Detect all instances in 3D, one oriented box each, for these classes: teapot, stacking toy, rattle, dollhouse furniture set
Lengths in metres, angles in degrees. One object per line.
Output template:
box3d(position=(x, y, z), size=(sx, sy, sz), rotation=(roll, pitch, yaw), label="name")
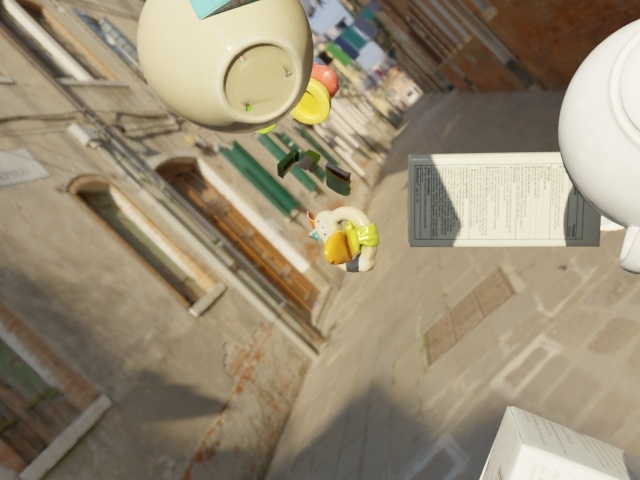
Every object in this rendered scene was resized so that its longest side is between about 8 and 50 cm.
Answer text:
box3d(position=(0.359, -0.126, 0.697), size=(0.252, 0.256, 0.187), rotation=(-26, -18, 9), label="teapot")
box3d(position=(-0.120, -0.414, 1.695), size=(0.279, 0.309, 0.130), rotation=(-14, 34, 42), label="stacking toy")
box3d(position=(0.000, 0.000, 1.304), size=(0.143, 0.200, 0.130), rotation=(-34, -47, -32), label="rattle")
box3d(position=(-0.012, -0.131, 1.441), size=(0.058, 0.152, 0.076), rotation=(-50, -19, -27), label="dollhouse furniture set")

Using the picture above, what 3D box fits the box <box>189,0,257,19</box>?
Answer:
box3d(position=(-0.088, -0.283, 0.473), size=(0.060, 0.244, 0.100), rotation=(-14, 17, 43), label="box")

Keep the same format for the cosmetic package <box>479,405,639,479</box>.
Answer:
box3d(position=(0.542, 0.605, 1.493), size=(0.327, 0.394, 0.329), rotation=(-1, -69, -80), label="cosmetic package")

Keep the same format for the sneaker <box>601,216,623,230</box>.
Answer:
box3d(position=(0.708, -0.115, 1.555), size=(0.262, 0.121, 0.099), rotation=(-26, 10, 22), label="sneaker")

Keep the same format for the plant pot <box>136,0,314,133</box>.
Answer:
box3d(position=(-0.123, -0.279, 1.098), size=(0.284, 0.284, 0.191), rotation=(-45, 42, 6), label="plant pot")

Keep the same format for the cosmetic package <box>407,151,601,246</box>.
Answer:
box3d(position=(0.291, -0.069, 1.149), size=(0.129, 0.296, 0.153), rotation=(-54, -35, -80), label="cosmetic package")
